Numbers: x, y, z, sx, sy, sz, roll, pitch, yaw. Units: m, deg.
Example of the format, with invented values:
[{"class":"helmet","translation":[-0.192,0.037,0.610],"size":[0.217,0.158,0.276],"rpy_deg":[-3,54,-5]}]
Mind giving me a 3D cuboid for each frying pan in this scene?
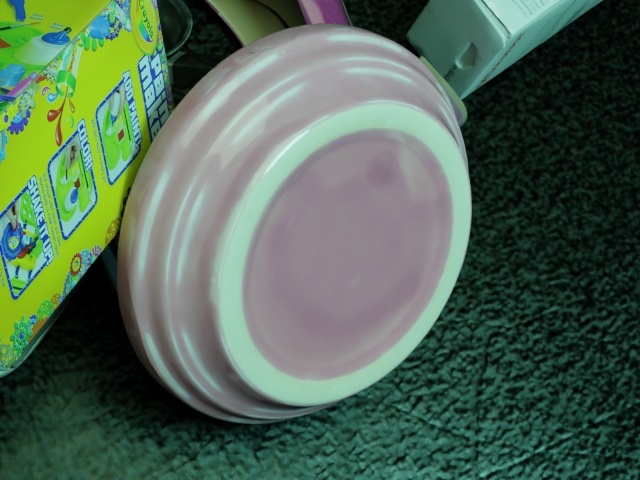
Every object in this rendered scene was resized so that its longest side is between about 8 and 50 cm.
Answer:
[{"class":"frying pan","translation":[-0.144,-0.171,1.402],"size":[0.326,0.053,0.197],"rpy_deg":[10,34,1]}]

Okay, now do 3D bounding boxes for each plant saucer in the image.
[{"class":"plant saucer","translation":[0.000,0.000,1.297],"size":[0.332,0.332,0.084],"rpy_deg":[-34,38,-23]}]

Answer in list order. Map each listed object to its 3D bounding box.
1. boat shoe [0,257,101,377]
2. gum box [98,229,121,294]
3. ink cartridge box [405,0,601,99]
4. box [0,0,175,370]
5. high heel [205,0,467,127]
[{"class":"boat shoe","translation":[-0.211,-0.026,1.361],"size":[0.109,0.091,0.305],"rpy_deg":[31,66,-2]},{"class":"gum box","translation":[-0.082,0.009,1.368],"size":[0.184,0.041,0.157],"rpy_deg":[-34,116,-22]},{"class":"ink cartridge box","translation":[0.193,-0.234,1.511],"size":[0.203,0.148,0.086],"rpy_deg":[-35,83,-23]},{"class":"box","translation":[-0.298,-0.081,1.204],"size":[0.290,0.177,0.279],"rpy_deg":[10,40,21]},{"class":"high heel","translation":[-0.049,-0.168,1.433],"size":[0.377,0.127,0.181],"rpy_deg":[40,58,0]}]
